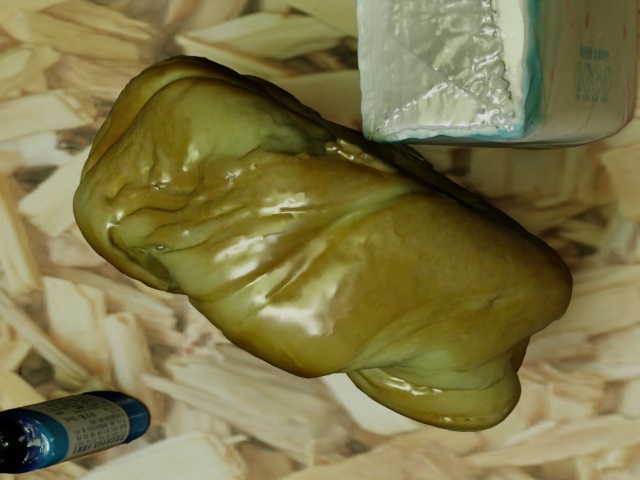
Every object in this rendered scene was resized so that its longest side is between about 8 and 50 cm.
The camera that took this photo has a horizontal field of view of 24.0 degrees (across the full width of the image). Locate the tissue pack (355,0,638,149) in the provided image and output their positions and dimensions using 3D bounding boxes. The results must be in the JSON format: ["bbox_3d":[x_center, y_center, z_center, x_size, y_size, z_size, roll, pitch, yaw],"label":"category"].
[{"bbox_3d":[0.123,-0.159,0.996,0.124,0.271,0.201,3,95,25],"label":"tissue pack"}]

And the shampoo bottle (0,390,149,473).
[{"bbox_3d":[-0.221,0.157,1.228,0.087,0.183,0.050,1,92,25],"label":"shampoo bottle"}]

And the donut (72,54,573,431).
[{"bbox_3d":[0.000,0.000,1.040,0.360,0.360,0.170,30,96,21],"label":"donut"}]
